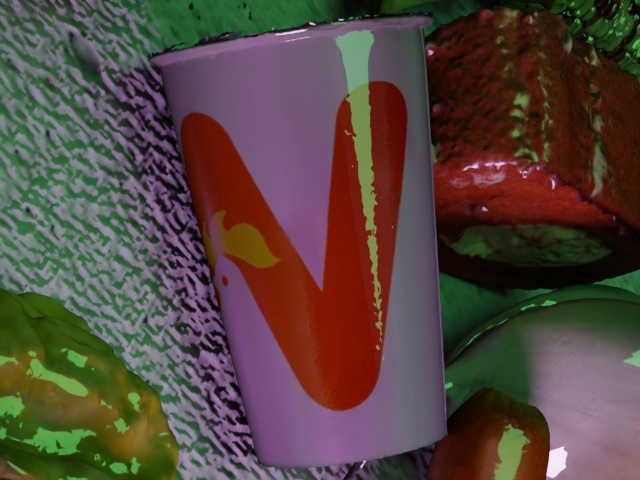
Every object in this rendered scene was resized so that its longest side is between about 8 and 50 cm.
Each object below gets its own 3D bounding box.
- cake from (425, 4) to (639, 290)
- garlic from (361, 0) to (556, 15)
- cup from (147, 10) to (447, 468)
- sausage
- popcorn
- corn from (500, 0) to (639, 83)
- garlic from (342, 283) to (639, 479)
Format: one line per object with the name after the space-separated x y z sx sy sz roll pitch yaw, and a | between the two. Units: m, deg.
0.150 -0.063 1.459 0.283 0.177 0.151 24 61 -49 | cake
0.099 -0.238 1.498 0.207 0.115 0.128 -19 119 -29 | garlic
0.000 0.000 1.273 0.203 0.203 0.288 -13 95 -50 | cup
0.095 0.249 1.299 0.083 0.089 0.300 14 91 -8 | sausage
-0.192 0.130 0.982 0.250 0.250 0.190 52 11 -25 | popcorn
0.251 -0.185 1.674 0.290 0.098 0.098 40 51 -39 | corn
0.196 0.131 1.472 0.340 0.246 0.231 33 21 -28 | garlic
